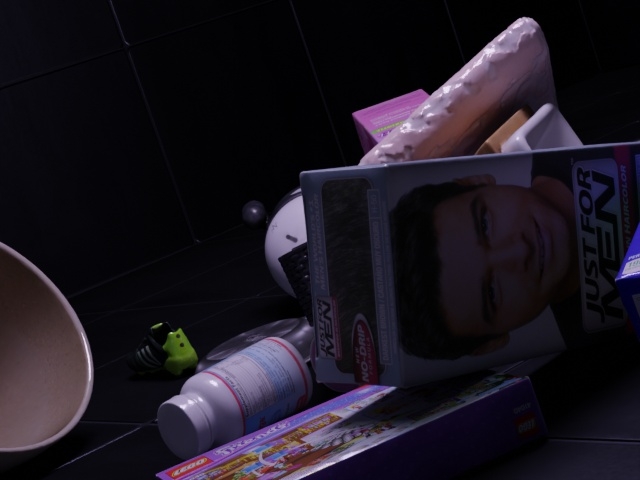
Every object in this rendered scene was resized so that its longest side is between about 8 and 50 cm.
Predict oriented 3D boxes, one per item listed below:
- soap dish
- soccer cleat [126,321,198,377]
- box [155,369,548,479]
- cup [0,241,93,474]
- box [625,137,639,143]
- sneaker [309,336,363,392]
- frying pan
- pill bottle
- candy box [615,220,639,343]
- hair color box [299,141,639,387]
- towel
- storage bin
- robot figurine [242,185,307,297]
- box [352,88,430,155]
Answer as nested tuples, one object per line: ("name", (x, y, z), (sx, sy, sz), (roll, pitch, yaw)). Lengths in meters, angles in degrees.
("soap dish", (0.253, -0.026, 1.669), (0.118, 0.229, 0.291), (-34, 2, 20))
("soccer cleat", (-0.226, 0.151, 2.097), (0.060, 0.072, 0.179), (-23, 8, -31))
("box", (0.021, 0.186, 1.285), (0.293, 0.057, 0.201), (-21, 8, -17))
("cup", (-0.480, 0.177, 1.817), (0.237, 0.331, 0.331), (-45, -8, 32))
("box", (0.475, -0.102, 2.164), (0.147, 0.078, 0.180), (-19, 7, -6))
("sneaker", (0.101, 0.093, 1.663), (0.236, 0.095, 0.104), (-20, 0, 0))
("frying pan", (-0.018, 0.123, 1.909), (0.326, 0.053, 0.197), (-23, 9, -6))
("pill bottle", (-0.091, 0.169, 1.574), (0.160, 0.087, 0.087), (-26, 10, -40))
("candy box", (0.428, -0.013, 1.311), (0.268, 0.122, 0.317), (-14, 17, 27))
("hair color box", (0.161, 0.013, 1.360), (0.374, 0.185, 0.113), (-8, 4, -41))
("towel", (0.168, -0.083, 1.845), (0.332, 0.053, 0.317), (-43, -30, -5))
("storage bin", (0.035, 0.031, 1.644), (0.122, 0.084, 0.180), (-26, -4, 6))
("robot figurine", (0.003, -0.001, 2.246), (0.209, 0.174, 0.278), (-18, 7, 3))
("box", (0.150, -0.081, 2.159), (0.117, 0.214, 0.243), (-20, 19, -4))
